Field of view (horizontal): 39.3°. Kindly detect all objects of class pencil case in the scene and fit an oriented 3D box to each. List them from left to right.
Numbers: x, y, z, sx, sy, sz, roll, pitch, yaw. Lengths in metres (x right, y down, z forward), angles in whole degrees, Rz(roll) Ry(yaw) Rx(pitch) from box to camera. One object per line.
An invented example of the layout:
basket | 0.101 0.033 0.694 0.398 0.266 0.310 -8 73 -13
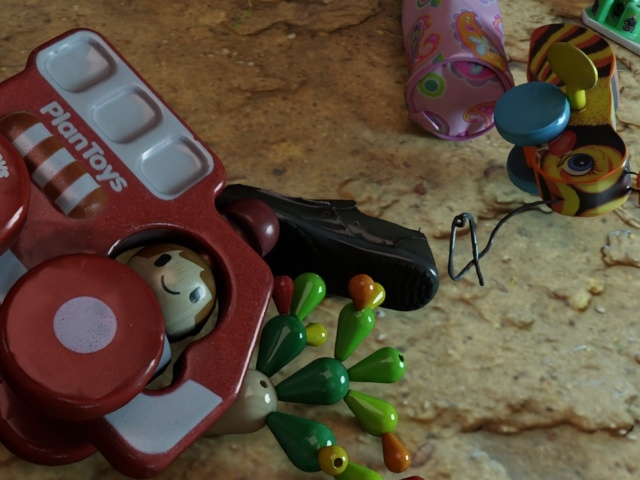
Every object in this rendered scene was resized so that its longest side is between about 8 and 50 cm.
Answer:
pencil case | 0.146 -0.241 1.020 0.124 0.124 0.284 6 47 -6

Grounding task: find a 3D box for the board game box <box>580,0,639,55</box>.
board game box | 0.609 -0.289 1.195 0.390 0.050 0.390 38 52 21

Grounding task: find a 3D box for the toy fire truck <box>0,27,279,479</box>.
toy fire truck | -0.160 0.002 0.645 0.302 0.169 0.254 45 57 5

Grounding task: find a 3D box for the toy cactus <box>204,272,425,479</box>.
toy cactus | -0.018 0.113 0.687 0.181 0.112 0.218 -12 60 -8

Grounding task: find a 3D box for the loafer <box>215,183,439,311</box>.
loafer | 0.000 0.000 0.806 0.220 0.080 0.078 20 38 0

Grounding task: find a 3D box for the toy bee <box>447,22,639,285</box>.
toy bee | 0.250 -0.080 0.863 0.162 0.195 0.298 9 79 28
